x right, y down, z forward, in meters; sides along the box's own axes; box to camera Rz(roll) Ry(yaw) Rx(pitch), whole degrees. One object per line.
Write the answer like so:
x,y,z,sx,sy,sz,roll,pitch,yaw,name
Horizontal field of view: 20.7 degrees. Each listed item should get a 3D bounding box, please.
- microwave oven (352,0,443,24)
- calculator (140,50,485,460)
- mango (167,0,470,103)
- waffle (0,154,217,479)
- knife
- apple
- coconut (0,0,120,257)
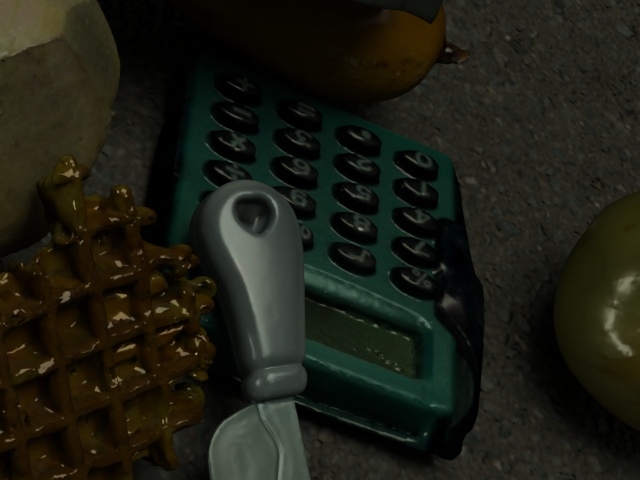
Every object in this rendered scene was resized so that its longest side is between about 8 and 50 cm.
-0.048,-0.385,1.246,0.374,0.236,0.432,15,30,-10,microwave oven
0.000,0.000,1.224,0.248,0.058,0.274,23,46,-20,calculator
-0.036,-0.196,1.302,0.317,0.119,0.176,26,31,5,mango
-0.159,0.075,0.978,0.231,0.051,0.228,41,71,-39,waffle
-0.034,0.122,1.075,0.080,0.044,0.331,1,73,-30,knife
0.266,0.047,1.284,0.200,0.200,0.200,19,48,-22,apple
-0.237,-0.091,1.030,0.237,0.197,0.237,16,44,-16,coconut
